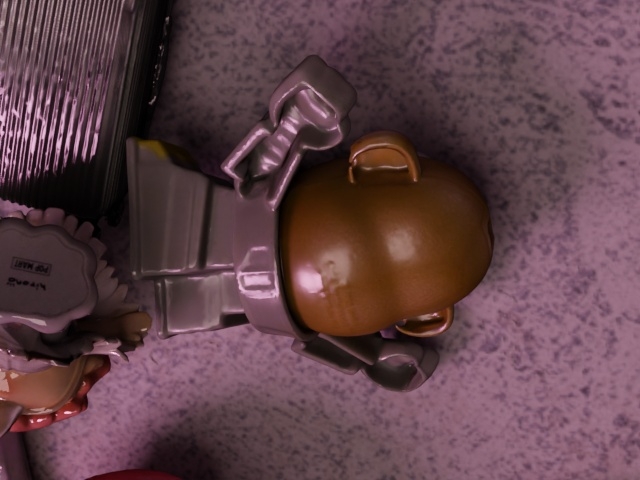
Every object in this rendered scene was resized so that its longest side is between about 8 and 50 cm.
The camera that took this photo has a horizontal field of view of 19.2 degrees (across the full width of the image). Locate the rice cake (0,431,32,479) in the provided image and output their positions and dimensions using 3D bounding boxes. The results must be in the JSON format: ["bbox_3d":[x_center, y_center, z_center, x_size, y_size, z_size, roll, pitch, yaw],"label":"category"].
[{"bbox_3d":[-0.318,0.130,1.740,0.064,0.070,0.399,-5,111,14],"label":"rice cake"}]

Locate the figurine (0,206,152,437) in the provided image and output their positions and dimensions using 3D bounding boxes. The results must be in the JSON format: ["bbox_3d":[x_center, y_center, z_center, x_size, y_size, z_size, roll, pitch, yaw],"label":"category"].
[{"bbox_3d":[-0.253,0.088,1.578,0.207,0.166,0.387,10,158,-8],"label":"figurine"}]

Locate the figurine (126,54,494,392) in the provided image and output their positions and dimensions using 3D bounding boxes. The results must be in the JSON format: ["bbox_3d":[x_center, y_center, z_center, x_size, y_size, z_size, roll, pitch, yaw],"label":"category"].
[{"bbox_3d":[0.000,0.002,1.544,0.284,0.167,0.342,-4,154,20],"label":"figurine"}]

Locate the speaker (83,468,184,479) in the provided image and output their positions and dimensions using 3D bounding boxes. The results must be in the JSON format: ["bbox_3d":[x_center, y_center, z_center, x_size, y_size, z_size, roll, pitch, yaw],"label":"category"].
[{"bbox_3d":[-0.162,0.347,1.657,0.294,0.294,0.294,6,113,13],"label":"speaker"}]

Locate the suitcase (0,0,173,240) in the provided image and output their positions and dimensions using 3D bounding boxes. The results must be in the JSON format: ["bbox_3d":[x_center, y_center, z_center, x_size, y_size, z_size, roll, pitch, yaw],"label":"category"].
[{"bbox_3d":[-0.230,-0.157,1.562,0.202,0.128,0.312,17,115,6],"label":"suitcase"}]
